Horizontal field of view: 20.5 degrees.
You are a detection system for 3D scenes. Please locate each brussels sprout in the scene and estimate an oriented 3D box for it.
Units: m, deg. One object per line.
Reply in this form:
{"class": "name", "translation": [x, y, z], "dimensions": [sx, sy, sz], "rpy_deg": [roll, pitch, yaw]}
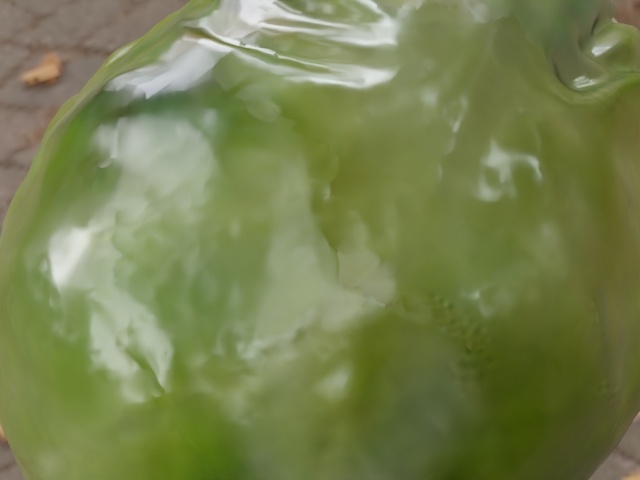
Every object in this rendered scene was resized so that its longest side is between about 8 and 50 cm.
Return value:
{"class": "brussels sprout", "translation": [0.000, 0.000, 0.769], "dimensions": [0.344, 0.268, 0.344], "rpy_deg": [-28, 37, 24]}
